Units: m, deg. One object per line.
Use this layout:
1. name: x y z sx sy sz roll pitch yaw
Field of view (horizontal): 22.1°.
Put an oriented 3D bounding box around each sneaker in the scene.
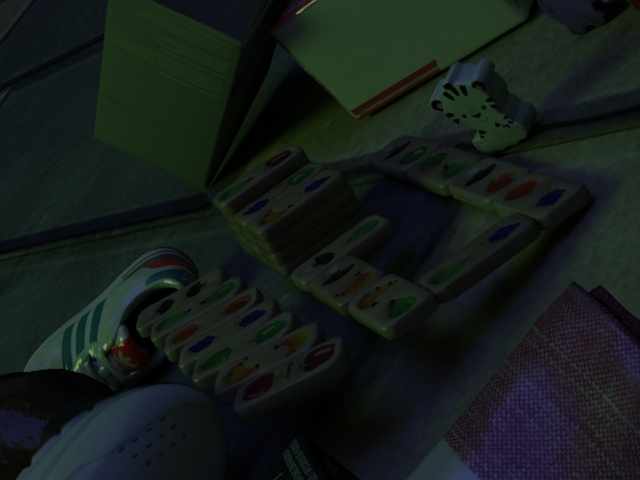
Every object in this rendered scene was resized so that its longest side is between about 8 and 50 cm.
1. sneaker: -0.137 0.073 1.038 0.161 0.057 0.075 -46 15 0
2. sneaker: -0.093 0.190 0.695 0.129 0.111 0.297 -19 42 45

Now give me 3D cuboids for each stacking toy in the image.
1. stacking toy: 0.161 -0.147 0.834 0.221 0.052 0.167 -23 32 48

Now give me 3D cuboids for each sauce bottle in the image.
1. sauce bottle: -0.177 0.129 0.942 0.344 0.111 0.111 -17 37 52

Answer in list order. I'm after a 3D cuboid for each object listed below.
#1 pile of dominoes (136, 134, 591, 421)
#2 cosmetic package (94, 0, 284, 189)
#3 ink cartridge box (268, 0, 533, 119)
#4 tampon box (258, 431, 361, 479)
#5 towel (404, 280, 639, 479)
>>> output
1. pile of dominoes: 0.000 0.000 0.843 0.196 0.040 0.251 -35 18 -10
2. cosmetic package: -0.084 -0.146 1.127 0.238 0.107 0.127 108 -173 -68
3. ink cartridge box: 0.076 -0.205 1.053 0.158 0.092 0.218 -28 27 43
4. tampon box: -0.013 0.171 0.551 0.161 0.101 0.120 -48 20 2
5. towel: 0.027 0.191 0.392 0.329 0.037 0.237 -48 46 3
